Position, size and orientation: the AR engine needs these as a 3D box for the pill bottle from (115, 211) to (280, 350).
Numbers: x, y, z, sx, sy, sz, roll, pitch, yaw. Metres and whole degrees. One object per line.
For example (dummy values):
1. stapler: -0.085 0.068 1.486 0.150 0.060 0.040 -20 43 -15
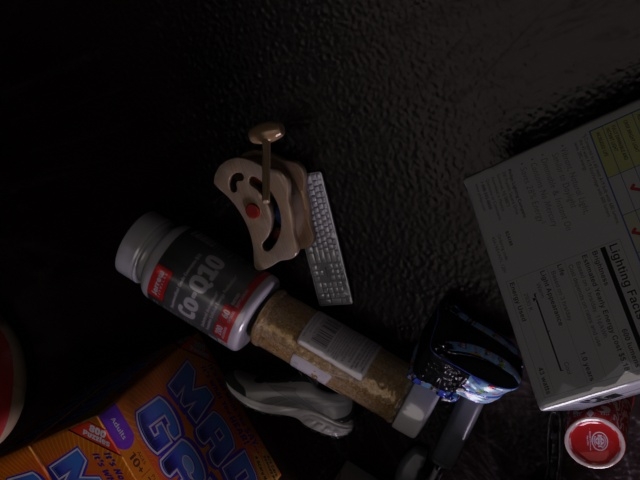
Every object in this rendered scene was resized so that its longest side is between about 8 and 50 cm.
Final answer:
1. pill bottle: -0.235 0.071 1.512 0.283 0.161 0.161 30 115 10

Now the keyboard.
1. keyboard: 0.000 0.000 1.479 0.072 0.014 0.256 -8 104 24

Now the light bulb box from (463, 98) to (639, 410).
1. light bulb box: 0.448 0.019 1.119 0.361 0.225 0.358 -24 69 27

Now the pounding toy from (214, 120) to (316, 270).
1. pounding toy: -0.119 -0.074 1.419 0.154 0.155 0.269 0 108 27

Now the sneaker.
1. sneaker: -0.056 0.292 1.562 0.272 0.100 0.108 14 98 13

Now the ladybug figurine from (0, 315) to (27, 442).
1. ladybug figurine: -0.841 0.340 1.842 0.305 0.162 0.449 34 116 9

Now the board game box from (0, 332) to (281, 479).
1. board game box: -0.367 0.460 1.584 0.356 0.356 0.356 -26 96 27

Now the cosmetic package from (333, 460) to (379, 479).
1. cosmetic package: 0.013 0.573 1.498 0.113 0.309 0.160 31 115 9

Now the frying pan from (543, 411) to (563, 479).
1. frying pan: 0.427 0.480 1.393 0.197 0.053 0.326 26 105 26

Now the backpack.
1. backpack: 0.254 0.208 1.375 0.173 0.158 0.117 27 124 -1

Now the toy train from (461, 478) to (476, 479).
1. toy train: 0.216 0.588 1.409 0.142 0.190 0.334 19 104 44

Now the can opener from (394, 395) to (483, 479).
1. can opener: 0.214 0.375 1.483 0.095 0.076 0.283 24 113 12

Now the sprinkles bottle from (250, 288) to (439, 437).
1. sprinkles bottle: 0.048 0.223 1.474 0.355 0.121 0.121 29 115 11

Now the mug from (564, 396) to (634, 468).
1. mug: 0.464 0.301 1.307 0.113 0.169 0.150 -38 91 27
